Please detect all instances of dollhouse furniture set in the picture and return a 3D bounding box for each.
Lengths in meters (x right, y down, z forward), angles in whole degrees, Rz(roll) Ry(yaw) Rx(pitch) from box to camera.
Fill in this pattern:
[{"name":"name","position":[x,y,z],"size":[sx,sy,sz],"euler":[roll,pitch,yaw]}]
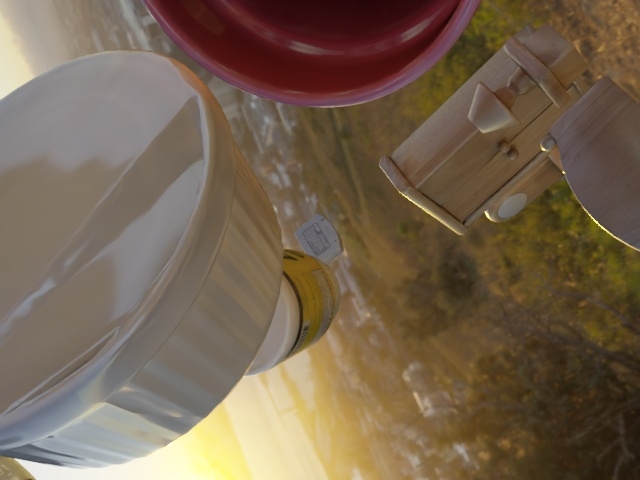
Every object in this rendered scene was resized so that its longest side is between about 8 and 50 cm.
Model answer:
[{"name":"dollhouse furniture set","position":[0.225,0.018,0.653],"size":[0.303,0.174,0.355],"euler":[28,-156,-49]}]

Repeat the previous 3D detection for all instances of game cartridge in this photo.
[{"name":"game cartridge","position":[0.000,0.000,1.210],"size":[0.017,0.056,0.083],"euler":[42,-168,-47]}]

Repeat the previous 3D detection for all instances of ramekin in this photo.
[{"name":"ramekin","position":[-0.147,0.020,0.535],"size":[0.127,0.273,0.273],"euler":[49,-174,-47]}]

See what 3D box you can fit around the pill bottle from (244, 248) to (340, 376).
[{"name":"pill bottle","position":[-0.052,0.069,0.889],"size":[0.119,0.119,0.208],"euler":[67,-165,4]}]

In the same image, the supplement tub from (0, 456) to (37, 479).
[{"name":"supplement tub","position":[-0.275,0.246,0.583],"size":[0.117,0.190,0.117],"euler":[33,145,27]}]

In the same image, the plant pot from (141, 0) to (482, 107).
[{"name":"plant pot","position":[0.013,-0.200,0.452],"size":[0.180,0.202,0.201],"euler":[-60,-36,-49]}]
